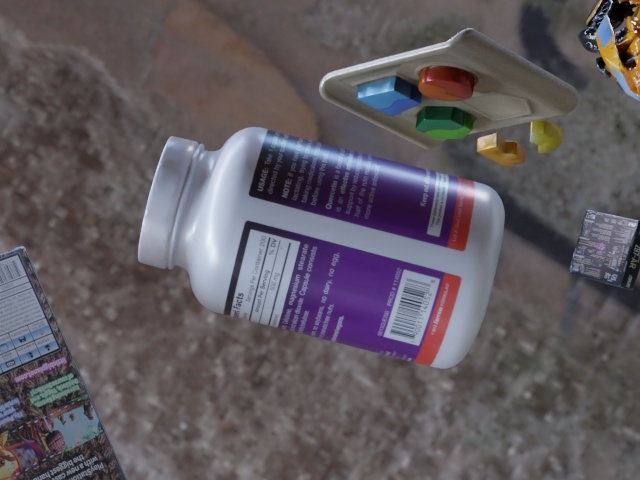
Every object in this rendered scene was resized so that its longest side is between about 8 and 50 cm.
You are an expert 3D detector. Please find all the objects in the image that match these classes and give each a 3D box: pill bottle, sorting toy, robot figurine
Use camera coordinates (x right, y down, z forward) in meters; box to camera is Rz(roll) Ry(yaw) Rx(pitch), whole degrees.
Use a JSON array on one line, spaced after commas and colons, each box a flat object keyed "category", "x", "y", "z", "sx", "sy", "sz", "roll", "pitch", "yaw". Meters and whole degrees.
[{"category": "pill bottle", "x": 0.000, "y": 0.000, "z": 1.442, "sx": 0.181, "sy": 0.323, "sz": 0.181, "roll": -165, "pitch": 90, "yaw": -89}, {"category": "sorting toy", "x": 0.180, "y": -0.148, "z": 1.782, "sx": 0.307, "sy": 0.229, "sz": 0.041, "roll": 22, "pitch": -115, "yaw": -40}, {"category": "robot figurine", "x": 0.342, "y": -0.219, "z": 1.421, "sx": 0.211, "sy": 0.085, "sz": 0.291, "roll": -27, "pitch": 28, "yaw": 14}]

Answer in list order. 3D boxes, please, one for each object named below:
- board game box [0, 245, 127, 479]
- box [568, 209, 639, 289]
[{"category": "board game box", "x": -0.340, "y": 0.185, "z": 1.413, "sx": 0.141, "sy": 0.291, "sz": 0.232, "roll": -24, "pitch": -1, "yaw": 41}, {"category": "box", "x": 0.282, "y": 0.009, "z": 1.491, "sx": 0.018, "sy": 0.083, "sz": 0.067, "roll": 15, "pitch": -90, "yaw": -29}]
